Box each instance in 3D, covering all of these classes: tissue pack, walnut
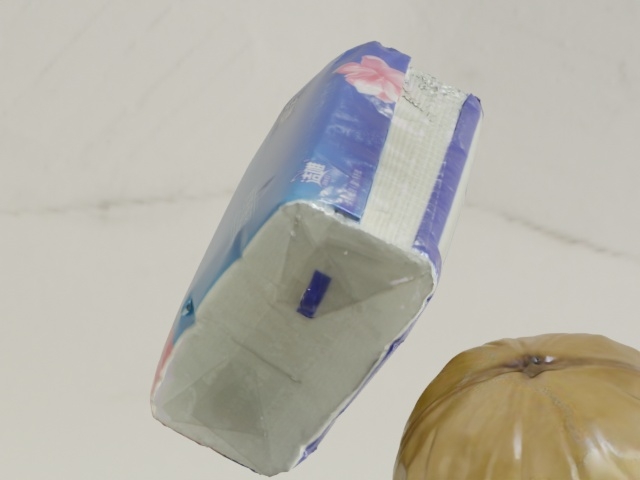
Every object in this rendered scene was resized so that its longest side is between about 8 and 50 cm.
[{"bbox_3d":[0.000,0.000,1.099,0.137,0.270,0.209,35,-60,-6],"label":"tissue pack"},{"bbox_3d":[0.136,0.162,0.906,0.195,0.195,0.222,-15,-70,25],"label":"walnut"}]
